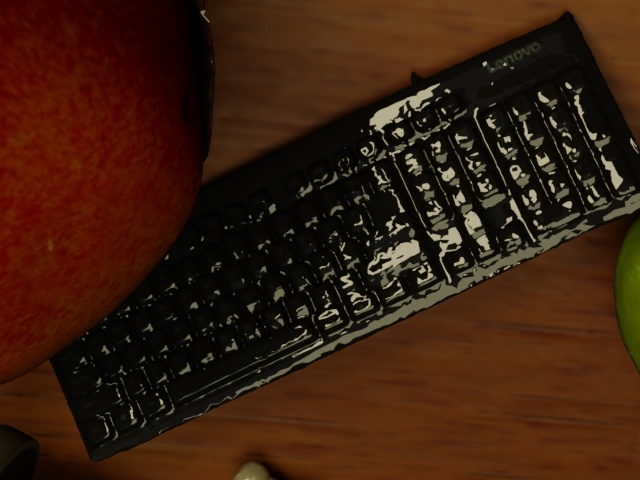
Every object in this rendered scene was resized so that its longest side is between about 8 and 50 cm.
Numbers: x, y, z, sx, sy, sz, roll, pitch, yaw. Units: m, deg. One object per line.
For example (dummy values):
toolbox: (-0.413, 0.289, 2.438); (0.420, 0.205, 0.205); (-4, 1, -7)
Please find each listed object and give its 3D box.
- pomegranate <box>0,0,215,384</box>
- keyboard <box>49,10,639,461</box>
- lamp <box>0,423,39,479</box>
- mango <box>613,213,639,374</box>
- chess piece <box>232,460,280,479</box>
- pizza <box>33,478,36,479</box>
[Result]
pomegranate: (-0.132, -0.043, 0.461); (0.210, 0.210, 0.235); (-12, 144, 7)
keyboard: (0.000, 0.000, 0.554); (0.250, 0.017, 0.087); (-26, 82, 13)
lamp: (-0.221, 0.061, 0.546); (0.214, 0.121, 0.121); (26, 113, 7)
mango: (0.192, 0.021, 0.539); (0.163, 0.089, 0.117); (0, 106, -10)
chess piece: (0.000, 0.128, 0.618); (0.092, 0.035, 0.035); (40, 109, -10)
pizza: (-0.132, 0.261, 0.652); (0.226, 0.086, 0.336); (-6, 111, 10)
